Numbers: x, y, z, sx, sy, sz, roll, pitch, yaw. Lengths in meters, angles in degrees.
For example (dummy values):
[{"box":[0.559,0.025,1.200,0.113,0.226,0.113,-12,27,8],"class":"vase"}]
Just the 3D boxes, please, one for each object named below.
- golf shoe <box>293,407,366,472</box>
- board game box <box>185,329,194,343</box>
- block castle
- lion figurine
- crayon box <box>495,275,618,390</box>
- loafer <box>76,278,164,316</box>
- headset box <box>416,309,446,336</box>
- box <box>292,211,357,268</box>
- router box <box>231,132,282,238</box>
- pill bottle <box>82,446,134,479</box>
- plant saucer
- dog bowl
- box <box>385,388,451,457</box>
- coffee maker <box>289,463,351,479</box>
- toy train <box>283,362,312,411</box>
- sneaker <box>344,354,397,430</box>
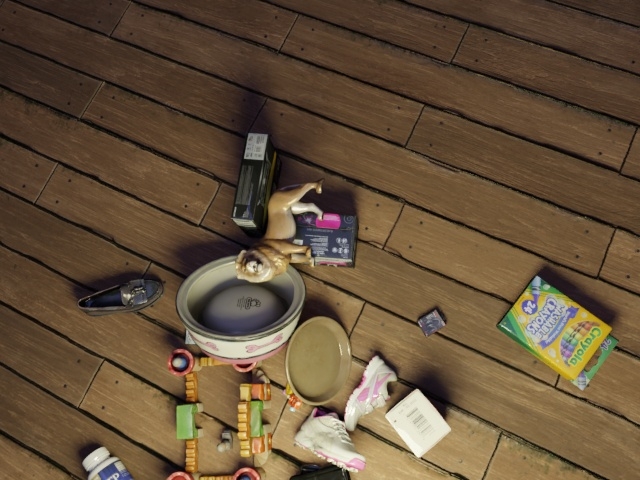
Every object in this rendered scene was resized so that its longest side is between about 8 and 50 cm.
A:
[{"box":[0.036,0.596,1.662,0.306,0.115,0.140,2,59,54],"class":"golf shoe"},{"box":[-0.422,0.317,1.916,0.090,0.020,0.089,0,75,8],"class":"board game box"},{"box":[-0.325,0.569,1.736,0.303,0.213,0.452,-5,74,6],"class":"block castle"},{"box":[-0.126,-0.041,1.779,0.241,0.142,0.391,7,67,13],"class":"lion figurine"},{"box":[0.754,0.290,1.733,0.323,0.083,0.203,37,83,15],"class":"crayon box"},{"box":[-0.709,0.205,1.946,0.303,0.095,0.109,-16,74,3],"class":"loafer"},{"box":[0.369,0.273,1.815,0.083,0.032,0.062,-30,73,0],"class":"headset box"},{"box":[0.000,0.000,1.883,0.248,0.142,0.163,4,77,10],"class":"box"},{"box":[-0.216,-0.182,1.908,0.081,0.243,0.308,6,75,9],"class":"router box"},{"box":[-0.685,0.772,1.782,0.112,0.112,0.186,-43,74,-5],"class":"pill bottle"},{"box":[-0.010,0.380,1.749,0.041,0.278,0.277,-6,69,48],"class":"plant saucer"},{"box":[-0.248,0.221,1.764,0.409,0.150,0.407,0,35,0],"class":"dog bowl"},{"box":[0.288,0.541,1.649,0.127,0.232,0.148,-39,74,-4],"class":"box"},{"box":[0.003,0.752,1.662,0.178,0.171,0.120,-18,89,5],"class":"coffee maker"},{"box":[-0.064,0.472,1.788,0.046,0.125,0.166,30,74,-25],"class":"toy train"},{"box":[0.161,0.498,1.746,0.111,0.103,0.252,28,81,15],"class":"sneaker"}]
